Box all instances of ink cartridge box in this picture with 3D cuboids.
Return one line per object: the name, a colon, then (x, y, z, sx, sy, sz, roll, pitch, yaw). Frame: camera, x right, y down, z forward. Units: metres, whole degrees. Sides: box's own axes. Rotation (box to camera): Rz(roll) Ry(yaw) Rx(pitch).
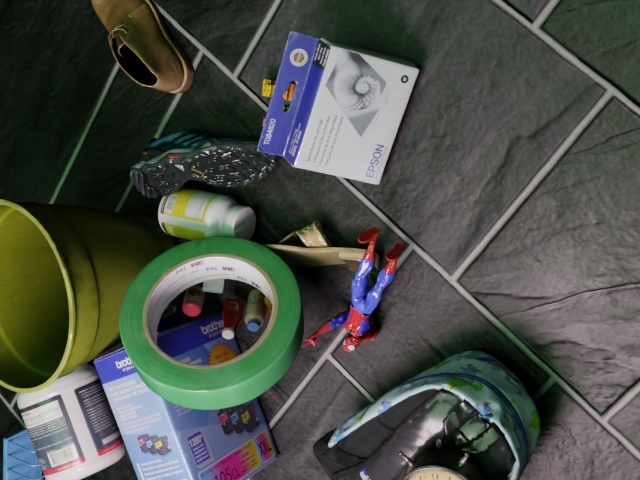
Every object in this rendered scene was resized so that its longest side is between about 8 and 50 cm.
ink cartridge box: (0.028, -0.220, 1.376, 0.224, 0.045, 0.223, 10, 115, -16)
ink cartridge box: (-0.271, 0.309, 1.619, 0.151, 0.270, 0.395, -24, 87, 30)

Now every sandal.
sandal: (0.002, 0.003, 1.521, 0.240, 0.088, 0.079, 6, 69, 22)

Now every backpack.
backpack: (0.200, 0.346, 1.371, 0.290, 0.273, 0.355, 49, 140, 15)

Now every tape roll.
tape roll: (-0.191, 0.141, 1.453, 0.321, 0.321, 0.077, 30, 151, 23)

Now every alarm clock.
alarm clock: (0.190, 0.398, 1.234, 0.130, 0.064, 0.191, -5, 107, 23)

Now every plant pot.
plant pot: (-0.484, 0.082, 1.650, 0.367, 0.353, 0.366, 6, 101, 33)

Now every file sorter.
file sorter: (-0.712, 0.564, 2.035, 0.105, 0.118, 0.170, 13, 107, 25)

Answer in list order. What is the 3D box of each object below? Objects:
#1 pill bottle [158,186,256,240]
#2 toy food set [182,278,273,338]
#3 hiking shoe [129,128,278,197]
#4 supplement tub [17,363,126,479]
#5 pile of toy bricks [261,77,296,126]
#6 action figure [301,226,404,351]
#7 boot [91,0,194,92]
pill bottle: (-0.224, -0.045, 1.618, 0.184, 0.103, 0.103, 12, 106, 29)
toy food set: (-0.186, 0.121, 1.582, 0.233, 0.104, 0.111, 7, 128, -2)
hiking shoe: (-0.227, -0.177, 1.589, 0.304, 0.132, 0.113, -6, 139, 14)
supplement tub: (-0.580, 0.405, 1.876, 0.191, 0.191, 0.272, -22, 87, 33)
pile of toy bricks: (-0.038, -0.234, 1.464, 0.212, 0.105, 0.118, 16, 108, 28)
action figure: (0.056, 0.122, 1.432, 0.091, 0.139, 0.280, 35, 140, 23)
boot: (-0.384, -0.420, 1.636, 0.305, 0.115, 0.112, 50, 122, 15)
